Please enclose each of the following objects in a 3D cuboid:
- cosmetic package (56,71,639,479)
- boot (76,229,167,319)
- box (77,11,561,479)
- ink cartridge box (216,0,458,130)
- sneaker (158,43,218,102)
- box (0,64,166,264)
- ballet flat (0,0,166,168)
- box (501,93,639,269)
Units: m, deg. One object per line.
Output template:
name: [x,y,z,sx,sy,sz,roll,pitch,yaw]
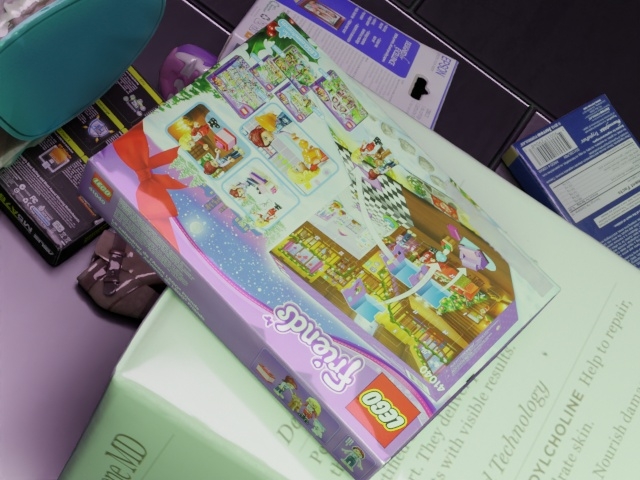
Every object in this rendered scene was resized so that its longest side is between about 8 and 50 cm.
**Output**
cosmetic package: [0.048,0.143,1.336,0.394,0.329,0.327,33,61,-1]
boot: [-0.162,0.017,1.486,0.087,0.042,0.118,33,60,0]
box: [0.000,0.000,1.162,0.293,0.057,0.201,46,61,7]
ink cartridge box: [0.022,-0.172,1.579,0.208,0.045,0.206,29,31,-2]
sneaker: [-0.043,-0.117,1.564,0.236,0.095,0.104,34,54,-7]
box: [-0.236,-0.101,1.512,0.190,0.045,0.184,47,59,6]
ballet flat: [-0.320,-0.118,1.402,0.147,0.147,0.409,44,78,4]
box: [0.302,-0.029,1.666,0.136,0.036,0.225,-28,77,-27]
